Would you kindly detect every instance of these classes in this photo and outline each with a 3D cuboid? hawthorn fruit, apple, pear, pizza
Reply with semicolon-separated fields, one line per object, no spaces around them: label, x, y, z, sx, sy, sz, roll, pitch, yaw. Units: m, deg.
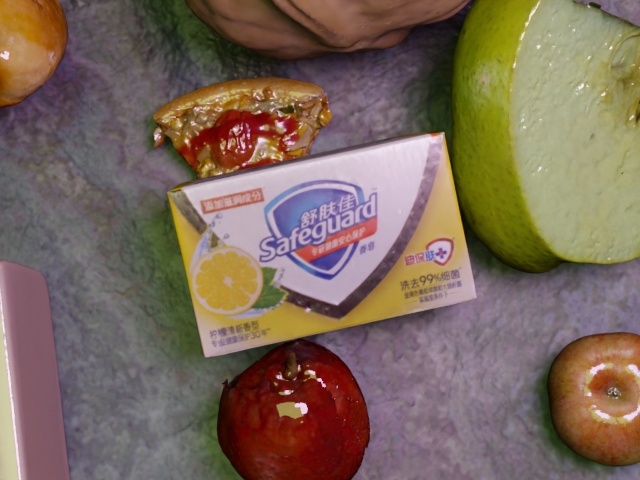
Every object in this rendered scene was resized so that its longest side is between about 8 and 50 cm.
hawthorn fruit;-0.027;0.157;1.044;0.148;0.172;0.148;-2;54;3
apple;0.274;0.148;1.045;0.126;0.102;0.126;-1;81;7
pear;0.231;-0.098;1.047;0.292;0.159;0.292;-7;106;-23
pizza;-0.074;-0.069;1.135;0.188;0.062;0.199;-11;83;6

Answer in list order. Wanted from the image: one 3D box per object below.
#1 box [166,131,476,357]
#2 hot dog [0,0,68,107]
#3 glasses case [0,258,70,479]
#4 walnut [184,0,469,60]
box;0.000;0.000;1.065;0.265;0.097;0.168;-11;99;-2
hot dog;-0.464;-0.232;1.100;0.405;0.185;0.223;-8;122;5
glasses case;-0.302;0.191;1.081;0.076;0.144;0.336;-9;80;4
walnut;0.012;-0.351;1.035;0.381;0.381;0.381;-1;82;6
